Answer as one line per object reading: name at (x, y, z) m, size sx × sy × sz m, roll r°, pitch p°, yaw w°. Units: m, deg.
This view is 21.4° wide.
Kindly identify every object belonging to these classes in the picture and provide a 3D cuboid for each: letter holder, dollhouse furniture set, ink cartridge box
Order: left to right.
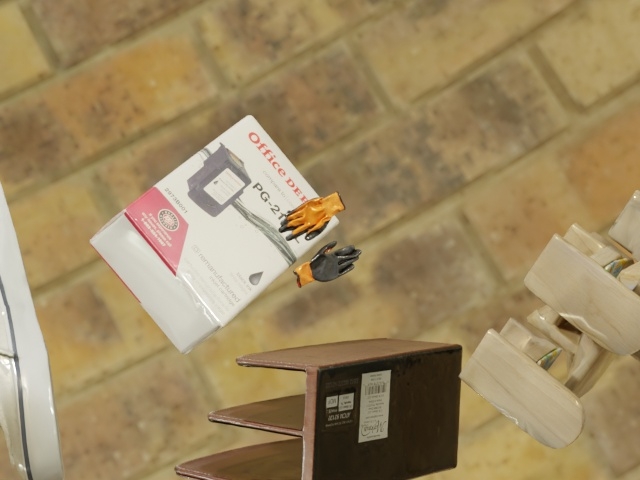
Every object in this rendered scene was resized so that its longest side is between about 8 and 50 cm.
ink cartridge box at (-0.118, -0.011, 1.946) m, size 0.237 × 0.172 × 0.100 m, roll -42°, pitch 4°, yaw -41°
letter holder at (-0.005, 0.195, 1.954) m, size 0.214 × 0.152 × 0.302 m, roll 5°, pitch 4°, yaw 35°
dollhouse furniture set at (0.412, 0.047, 1.876) m, size 0.394 × 0.256 × 0.362 m, roll -59°, pitch -18°, yaw 24°

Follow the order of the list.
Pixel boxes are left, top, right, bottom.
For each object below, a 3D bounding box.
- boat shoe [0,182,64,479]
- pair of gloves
boat shoe at (-0.375, 0.103, 1.787) m, size 0.156 × 0.367 × 0.136 m, roll -14°, pitch -24°, yaw -12°
pair of gloves at (0.000, 0.000, 1.653) m, size 0.074 × 0.083 × 0.010 m, roll -24°, pitch 14°, yaw -21°
